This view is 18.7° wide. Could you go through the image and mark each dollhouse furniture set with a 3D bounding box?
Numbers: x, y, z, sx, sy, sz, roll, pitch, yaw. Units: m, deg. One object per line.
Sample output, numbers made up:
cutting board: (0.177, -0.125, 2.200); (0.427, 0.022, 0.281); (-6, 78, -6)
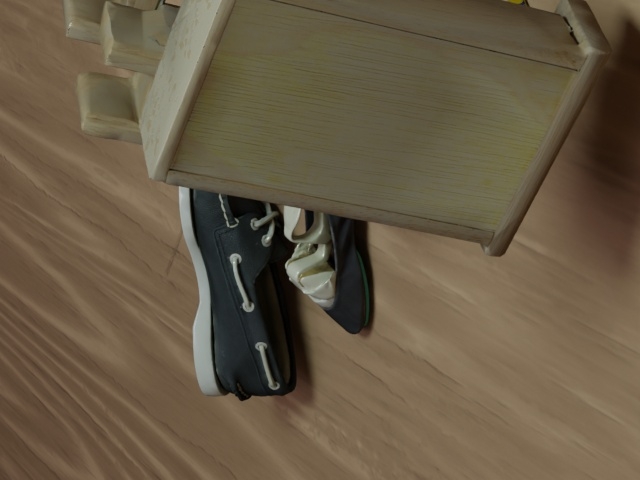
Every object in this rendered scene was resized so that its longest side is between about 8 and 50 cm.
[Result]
dollhouse furniture set: (0.004, -0.197, 1.353); (0.394, 0.256, 0.362); (-106, 34, -50)

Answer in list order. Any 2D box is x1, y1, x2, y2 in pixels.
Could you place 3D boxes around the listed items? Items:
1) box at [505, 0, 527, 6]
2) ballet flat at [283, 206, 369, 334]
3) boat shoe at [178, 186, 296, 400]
box: (0.104, -0.117, 1.431); (0.059, 0.054, 0.169); (68, 156, 8)
ballet flat: (0.000, 0.000, 1.705); (0.074, 0.074, 0.203); (40, 141, 48)
boat shoe: (-0.074, 0.011, 1.846); (0.114, 0.091, 0.303); (-64, -28, -58)
